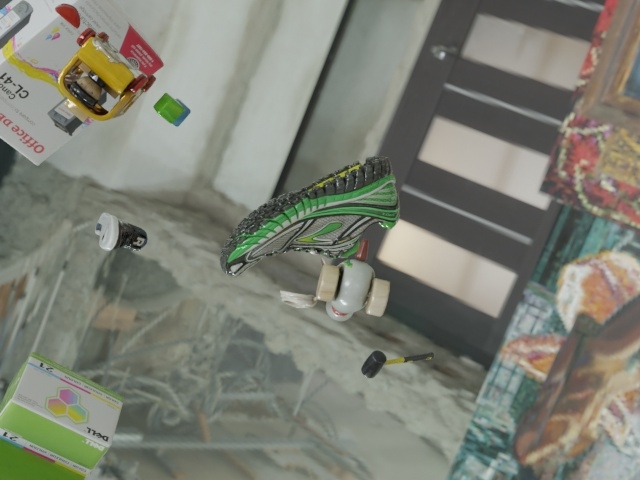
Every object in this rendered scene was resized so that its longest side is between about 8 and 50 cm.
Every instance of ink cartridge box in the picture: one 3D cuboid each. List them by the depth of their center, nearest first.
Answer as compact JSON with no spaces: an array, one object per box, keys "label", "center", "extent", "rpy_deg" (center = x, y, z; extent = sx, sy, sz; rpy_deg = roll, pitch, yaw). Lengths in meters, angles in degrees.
[{"label":"ink cartridge box","center":[-0.454,0.336,1.580],"extent":[0.189,0.097,0.255],"rpy_deg":[31,-155,-17]},{"label":"ink cartridge box","center":[-0.467,-0.310,1.647],"extent":[0.131,0.306,0.226],"rpy_deg":[53,-176,37]}]

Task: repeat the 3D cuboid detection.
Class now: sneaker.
[{"label":"sneaker","center":[-0.010,-0.017,1.607],"extent":[0.344,0.146,0.134],"rpy_deg":[-25,-168,-12]},{"label":"sneaker","center":[-0.476,-0.011,2.298],"extent":[0.121,0.079,0.217],"rpy_deg":[22,-174,-23]}]

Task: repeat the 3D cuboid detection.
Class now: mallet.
[{"label":"mallet","center":[0.171,0.271,2.078],"extent":[0.190,0.062,0.039],"rpy_deg":[3,-134,-41]}]

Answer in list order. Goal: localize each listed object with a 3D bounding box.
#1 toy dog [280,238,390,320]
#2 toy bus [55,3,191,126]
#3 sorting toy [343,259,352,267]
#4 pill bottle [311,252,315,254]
[{"label":"toy dog","center":[0.065,0.092,2.177],"extent":[0.220,0.161,0.334],"rpy_deg":[22,167,-22]},{"label":"toy bus","center":[-0.292,-0.208,1.243],"extent":[0.191,0.104,0.202],"rpy_deg":[46,-174,37]},{"label":"sorting toy","center":[0.040,0.023,1.925],"extent":[0.083,0.012,0.062],"rpy_deg":[50,171,-2]},{"label":"pill bottle","center":[0.000,0.000,2.450],"extent":[0.043,0.083,0.043],"rpy_deg":[15,-126,-21]}]
